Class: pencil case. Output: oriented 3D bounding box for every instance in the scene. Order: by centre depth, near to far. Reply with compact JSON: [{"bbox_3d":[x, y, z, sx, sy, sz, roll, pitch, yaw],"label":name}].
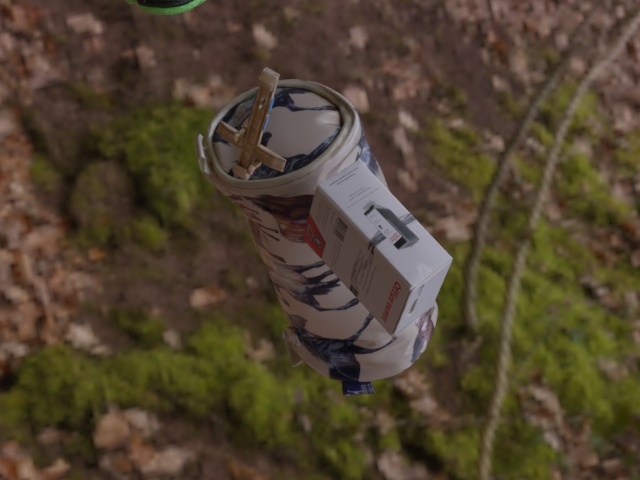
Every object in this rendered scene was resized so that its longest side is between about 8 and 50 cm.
[{"bbox_3d":[0.000,0.000,1.718,0.160,0.184,0.410,59,-4,40],"label":"pencil case"}]

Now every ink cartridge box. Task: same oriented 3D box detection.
[{"bbox_3d":[0.052,0.008,1.487,0.135,0.056,0.099,48,-27,18],"label":"ink cartridge box"}]

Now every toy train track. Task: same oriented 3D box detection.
[{"bbox_3d":[-0.040,-0.066,0.934,0.014,0.048,0.083,-46,163,-44],"label":"toy train track"}]

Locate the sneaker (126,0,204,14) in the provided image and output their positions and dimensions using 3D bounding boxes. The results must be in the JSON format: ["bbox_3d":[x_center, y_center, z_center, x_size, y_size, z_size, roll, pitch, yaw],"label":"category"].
[{"bbox_3d":[-0.115,-0.465,1.612,0.202,0.185,0.482,29,81,-73],"label":"sneaker"}]
